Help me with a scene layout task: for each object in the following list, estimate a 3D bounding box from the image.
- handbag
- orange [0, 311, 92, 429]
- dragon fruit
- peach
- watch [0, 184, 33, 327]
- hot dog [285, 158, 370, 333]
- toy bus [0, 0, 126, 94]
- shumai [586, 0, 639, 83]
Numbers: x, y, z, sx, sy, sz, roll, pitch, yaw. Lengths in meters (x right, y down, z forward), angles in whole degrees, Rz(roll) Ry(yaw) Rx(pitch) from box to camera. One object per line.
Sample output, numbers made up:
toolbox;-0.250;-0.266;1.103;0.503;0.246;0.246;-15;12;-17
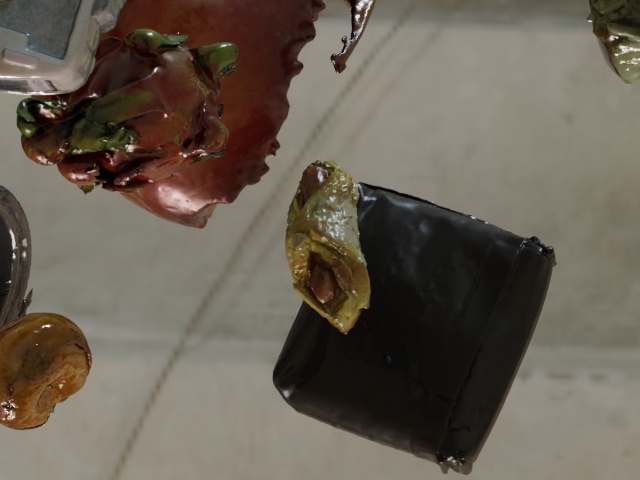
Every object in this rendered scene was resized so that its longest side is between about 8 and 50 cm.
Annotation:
handbag;0.088;0.079;1.733;0.247;0.223;0.080;-66;157;-12
orange;-0.199;0.084;1.212;0.062;0.086;0.086;38;-25;22
dragon fruit;-0.151;-0.092;1.377;0.175;0.138;0.142;-18;129;-54
peach;-0.149;-0.222;1.968;0.335;0.310;0.406;-42;-163;55
watch;-0.427;0.070;1.617;0.327;0.314;0.335;-41;148;-36
hot dog;0.000;-0.001;1.599;0.061;0.078;0.169;29;47;-55
toy bus;-0.154;-0.251;1.049;0.097;0.138;0.342;130;-24;-87
shumai;0.407;-0.212;1.811;0.222;0.225;0.260;-55;-132;25
